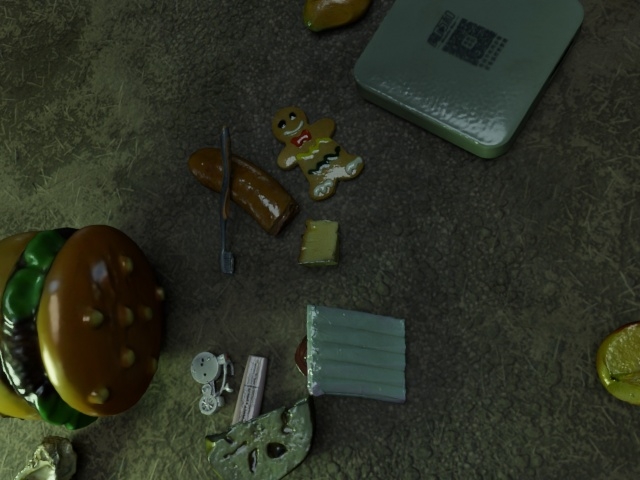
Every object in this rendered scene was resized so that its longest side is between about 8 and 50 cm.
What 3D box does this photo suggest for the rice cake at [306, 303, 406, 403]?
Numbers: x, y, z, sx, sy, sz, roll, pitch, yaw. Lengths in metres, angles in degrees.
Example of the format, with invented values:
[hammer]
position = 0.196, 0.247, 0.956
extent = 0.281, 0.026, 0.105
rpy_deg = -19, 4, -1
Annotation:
[rice cake]
position = 0.070, 0.221, 1.244
extent = 0.198, 0.037, 0.189
rpy_deg = 2, 79, -9

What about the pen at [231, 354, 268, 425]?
[pen]
position = -0.147, 0.334, 1.304
extent = 0.053, 0.032, 0.197
rpy_deg = 7, 78, 14

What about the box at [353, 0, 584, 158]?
[box]
position = 0.301, -0.398, 1.338
extent = 0.373, 0.090, 0.367
rpy_deg = 32, 85, 19

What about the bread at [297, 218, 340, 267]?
[bread]
position = 0.000, 0.000, 1.320
extent = 0.084, 0.080, 0.109
rpy_deg = -2, 79, 11

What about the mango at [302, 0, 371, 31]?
[mango]
position = 0.037, -0.537, 1.433
extent = 0.165, 0.089, 0.115
rpy_deg = -14, 84, 13

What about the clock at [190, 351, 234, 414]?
[clock]
position = -0.222, 0.294, 1.326
extent = 0.087, 0.041, 0.129
rpy_deg = -15, 70, 13

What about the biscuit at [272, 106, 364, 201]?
[biscuit]
position = -0.022, -0.202, 1.397
extent = 0.158, 0.035, 0.240
rpy_deg = -41, 72, -1

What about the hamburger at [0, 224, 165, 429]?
[hamburger]
position = -0.473, 0.146, 1.249
extent = 0.277, 0.396, 0.396
rpy_deg = -6, 76, 13

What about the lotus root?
[lotus root]
position = -0.103, 0.388, 1.219
extent = 0.234, 0.119, 0.138
rpy_deg = -26, 89, -5

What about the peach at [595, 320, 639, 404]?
[peach]
position = 0.556, 0.206, 1.125
extent = 0.151, 0.118, 0.151
rpy_deg = 5, 117, 10

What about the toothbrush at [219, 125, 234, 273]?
[toothbrush]
position = -0.198, -0.080, 1.334
extent = 0.031, 0.023, 0.321
rpy_deg = 9, 111, 23

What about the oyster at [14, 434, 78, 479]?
[oyster]
position = -0.570, 0.512, 1.339
extent = 0.161, 0.107, 0.233
rpy_deg = 18, 100, 11

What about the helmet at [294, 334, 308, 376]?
[helmet]
position = -0.008, 0.224, 1.283
extent = 0.111, 0.057, 0.089
rpy_deg = -44, 74, 0

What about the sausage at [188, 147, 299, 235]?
[sausage]
position = -0.171, -0.119, 1.378
extent = 0.270, 0.109, 0.109
rpy_deg = 33, 86, 18
